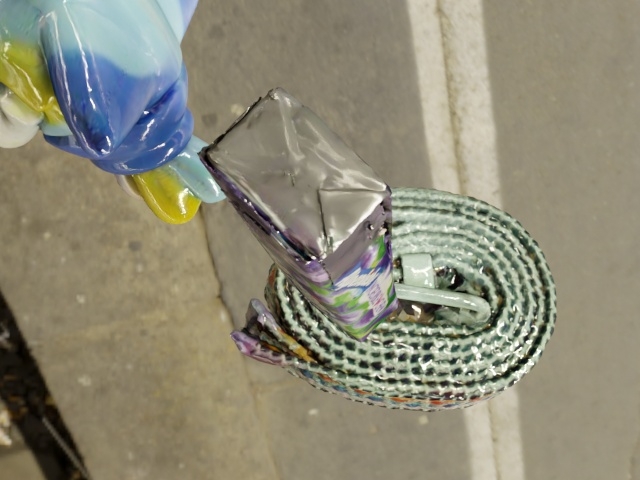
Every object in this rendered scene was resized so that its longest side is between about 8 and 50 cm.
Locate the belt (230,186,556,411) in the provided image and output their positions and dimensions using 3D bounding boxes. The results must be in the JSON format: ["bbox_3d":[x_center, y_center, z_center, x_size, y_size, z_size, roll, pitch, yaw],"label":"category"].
[{"bbox_3d":[0.076,0.055,1.060,0.295,0.206,0.160,12,165,0],"label":"belt"}]

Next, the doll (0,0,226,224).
[{"bbox_3d":[-0.233,-0.159,0.846,0.366,0.187,0.376,17,167,3],"label":"doll"}]

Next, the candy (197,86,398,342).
[{"bbox_3d":[0.000,0.000,0.667,0.061,0.088,0.312,-43,167,-5],"label":"candy"}]
